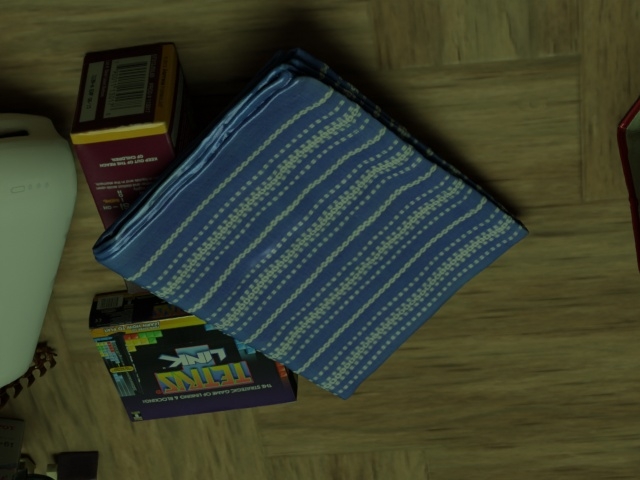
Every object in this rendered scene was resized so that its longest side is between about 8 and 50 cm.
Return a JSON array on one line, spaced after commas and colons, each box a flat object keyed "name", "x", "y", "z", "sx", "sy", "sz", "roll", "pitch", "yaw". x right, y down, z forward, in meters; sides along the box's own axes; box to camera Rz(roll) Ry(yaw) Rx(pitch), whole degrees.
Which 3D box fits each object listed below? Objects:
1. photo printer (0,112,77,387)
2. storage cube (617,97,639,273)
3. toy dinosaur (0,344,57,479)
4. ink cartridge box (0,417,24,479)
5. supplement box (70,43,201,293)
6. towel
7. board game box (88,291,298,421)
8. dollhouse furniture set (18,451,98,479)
[{"name": "photo printer", "x": -0.341, "y": 0.028, "z": 1.474, "sx": 0.256, "sy": 0.107, "sz": 0.307, "roll": -20, "pitch": 147, "yaw": -37}, {"name": "storage cube", "x": 0.374, "y": -0.064, "z": 1.383, "sx": 0.193, "sy": 0.184, "sz": 0.215, "roll": 19, "pitch": 132, "yaw": -17}, {"name": "toy dinosaur", "x": -0.364, "y": 0.226, "z": 1.618, "sx": 0.218, "sy": 0.322, "sz": 0.164, "roll": 32, "pitch": 179, "yaw": 21}, {"name": "ink cartridge box", "x": -0.349, "y": 0.234, "z": 1.742, "sx": 0.088, "sy": 0.122, "sz": 0.052, "roll": 8, "pitch": 130, "yaw": -7}, {"name": "supplement box", "x": -0.142, "y": -0.057, "z": 1.461, "sx": 0.080, "sy": 0.104, "sz": 0.188, "roll": -6, "pitch": 134, "yaw": 8}, {"name": "towel", "x": 0.000, "y": 0.000, "z": 1.466, "sx": 0.243, "sy": 0.040, "sz": 0.336, "roll": -44, "pitch": 133, "yaw": 14}, {"name": "board game box", "x": -0.118, "y": 0.104, "z": 1.658, "sx": 0.170, "sy": 0.048, "sz": 0.141, "roll": -8, "pitch": 133, "yaw": 10}, {"name": "dollhouse furniture set", "x": -0.271, "y": 0.290, "z": 1.803, "sx": 0.091, "sy": 0.114, "sz": 0.081, "roll": -4, "pitch": 139, "yaw": 2}]
